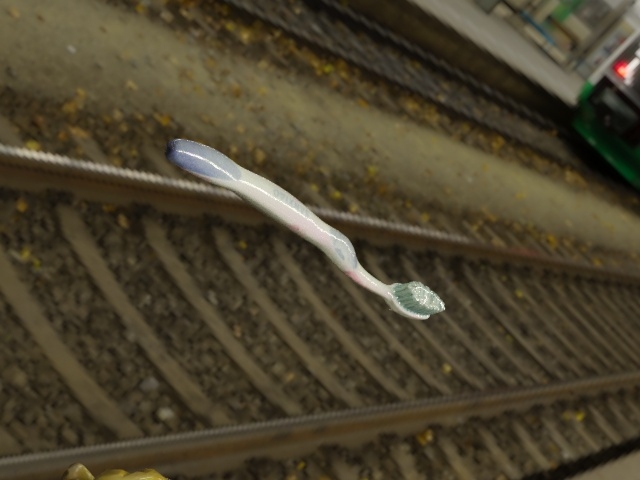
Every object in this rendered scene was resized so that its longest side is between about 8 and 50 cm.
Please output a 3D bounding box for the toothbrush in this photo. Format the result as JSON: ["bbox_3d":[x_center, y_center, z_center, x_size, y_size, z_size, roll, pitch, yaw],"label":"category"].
[{"bbox_3d":[0.000,0.000,0.737,0.269,0.027,0.021,32,41,-48],"label":"toothbrush"}]

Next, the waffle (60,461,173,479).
[{"bbox_3d":[-0.136,0.243,0.358,0.095,0.382,0.380,61,26,-51],"label":"waffle"}]
